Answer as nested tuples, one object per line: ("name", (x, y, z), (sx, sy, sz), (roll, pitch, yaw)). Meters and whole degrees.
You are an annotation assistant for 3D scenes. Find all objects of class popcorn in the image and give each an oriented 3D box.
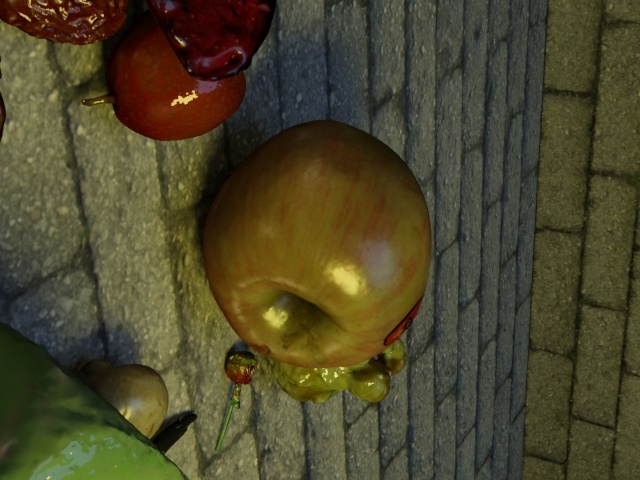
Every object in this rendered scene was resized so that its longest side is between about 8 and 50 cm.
("popcorn", (0.036, 0.204, 1.647), (0.276, 0.276, 0.226), (-60, 140, -28))

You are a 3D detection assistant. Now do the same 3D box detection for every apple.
("apple", (0.000, 0.000, 1.404), (0.392, 0.391, 0.347), (69, 29, -43))

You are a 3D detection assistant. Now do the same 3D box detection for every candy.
("candy", (-0.163, 0.295, 1.555), (0.060, 0.060, 0.201), (0, 108, -59))

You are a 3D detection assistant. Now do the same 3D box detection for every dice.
("dice", (-0.351, 0.305, 0.925), (0.330, 0.318, 0.322), (-49, 135, -22))

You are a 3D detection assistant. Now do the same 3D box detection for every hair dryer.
("hair dryer", (-0.263, 0.359, 1.401), (0.219, 0.075, 0.196), (-43, 145, -55))

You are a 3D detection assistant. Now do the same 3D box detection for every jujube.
("jujube", (-0.318, -0.298, 1.028), (0.176, 0.109, 0.112), (-11, 74, -49))

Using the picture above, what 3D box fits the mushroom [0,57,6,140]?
("mushroom", (-0.435, -0.164, 0.860), (0.194, 0.138, 0.231), (-34, 119, -33))

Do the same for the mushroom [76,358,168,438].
("mushroom", (-0.299, 0.240, 1.218), (0.166, 0.127, 0.166), (-23, 149, -15))

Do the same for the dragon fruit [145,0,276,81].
("dragon fruit", (-0.165, -0.370, 1.056), (0.282, 0.100, 0.344), (-37, 104, -41))

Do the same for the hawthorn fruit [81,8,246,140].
("hawthorn fruit", (-0.218, -0.223, 1.161), (0.225, 0.196, 0.197), (-27, 127, -21))
